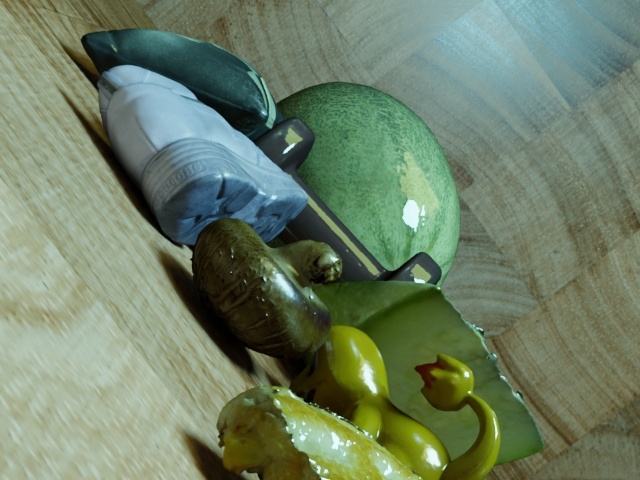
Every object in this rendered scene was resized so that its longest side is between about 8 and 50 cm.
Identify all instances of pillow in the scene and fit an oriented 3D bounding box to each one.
[{"bbox_3d":[-0.128,-0.147,1.228,0.186,0.106,0.250,22,3,2],"label":"pillow"}]

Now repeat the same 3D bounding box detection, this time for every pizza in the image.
[{"bbox_3d":[0.027,0.166,0.572,0.188,0.062,0.199,38,16,-29],"label":"pizza"}]

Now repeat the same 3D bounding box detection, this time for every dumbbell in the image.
[{"bbox_3d":[0.000,0.000,1.202,0.225,0.124,0.140,48,-17,4],"label":"dumbbell"}]

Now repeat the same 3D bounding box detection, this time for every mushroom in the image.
[{"bbox_3d":[-0.039,0.035,0.858,0.109,0.085,0.126,13,-18,31],"label":"mushroom"}]

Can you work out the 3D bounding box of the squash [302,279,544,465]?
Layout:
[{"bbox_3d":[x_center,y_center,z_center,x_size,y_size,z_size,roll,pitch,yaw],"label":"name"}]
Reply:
[{"bbox_3d":[0.059,0.095,1.077,0.237,0.204,0.155,55,21,-36],"label":"squash"}]

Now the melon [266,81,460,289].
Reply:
[{"bbox_3d":[0.033,-0.043,1.413,0.248,0.248,0.329,51,5,-39],"label":"melon"}]

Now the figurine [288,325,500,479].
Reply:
[{"bbox_3d":[0.052,0.121,0.868,0.121,0.122,0.176,46,8,-51],"label":"figurine"}]

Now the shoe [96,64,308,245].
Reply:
[{"bbox_3d":[-0.096,-0.062,1.009,0.138,0.095,0.245,57,10,15],"label":"shoe"}]
